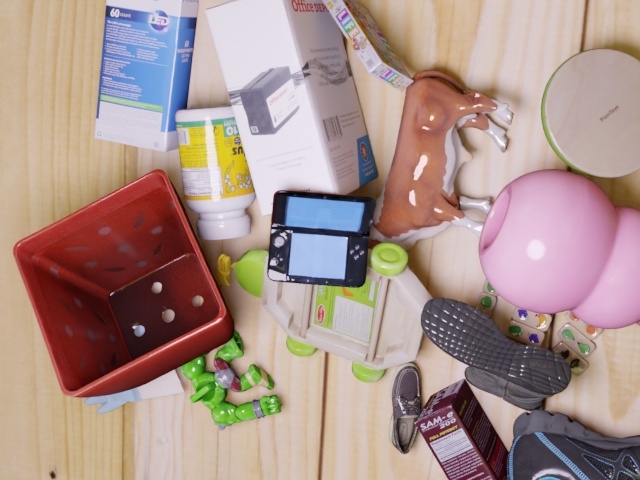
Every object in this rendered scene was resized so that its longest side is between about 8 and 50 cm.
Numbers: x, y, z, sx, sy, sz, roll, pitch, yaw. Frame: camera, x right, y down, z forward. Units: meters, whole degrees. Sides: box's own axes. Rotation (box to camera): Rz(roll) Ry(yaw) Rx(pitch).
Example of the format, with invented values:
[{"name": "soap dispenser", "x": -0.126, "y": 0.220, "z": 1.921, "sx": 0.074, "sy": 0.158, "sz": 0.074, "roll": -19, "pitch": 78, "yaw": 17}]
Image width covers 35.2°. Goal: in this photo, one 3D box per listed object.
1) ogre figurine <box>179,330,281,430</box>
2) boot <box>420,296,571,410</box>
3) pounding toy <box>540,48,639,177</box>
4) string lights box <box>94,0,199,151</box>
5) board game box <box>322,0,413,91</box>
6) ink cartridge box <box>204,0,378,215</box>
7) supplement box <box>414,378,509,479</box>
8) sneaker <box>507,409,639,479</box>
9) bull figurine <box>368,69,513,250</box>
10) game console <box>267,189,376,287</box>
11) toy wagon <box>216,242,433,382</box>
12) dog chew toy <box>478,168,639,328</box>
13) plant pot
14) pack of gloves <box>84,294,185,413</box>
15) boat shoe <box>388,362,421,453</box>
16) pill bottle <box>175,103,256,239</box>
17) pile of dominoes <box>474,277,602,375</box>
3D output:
[{"name": "ogre figurine", "x": -0.164, "y": 0.231, "z": 1.709, "sx": 0.118, "sy": 0.097, "sz": 0.197, "roll": -36, "pitch": 101, "yaw": 9}, {"name": "boot", "x": 0.245, "y": 0.186, "z": 1.532, "sx": 0.246, "sy": 0.161, "sz": 0.083, "roll": 28, "pitch": 65, "yaw": 1}, {"name": "pounding toy", "x": 0.414, "y": -0.178, "z": 1.454, "sx": 0.236, "sy": 0.110, "sz": 0.183, "roll": -11, "pitch": 87, "yaw": -10}, {"name": "string lights box", "x": -0.284, "y": -0.286, "z": 1.646, "sx": 0.133, "sy": 0.077, "sz": 0.260, "roll": 13, "pitch": 105, "yaw": 14}, {"name": "board game box", "x": 0.069, "y": -0.297, "z": 1.492, "sx": 0.026, "sy": 0.103, "sz": 0.154, "roll": -39, "pitch": 65, "yaw": 20}, {"name": "ink cartridge box", "x": -0.036, "y": -0.213, "z": 1.506, "sx": 0.129, "sy": 0.223, "sz": 0.308, "roll": -12, "pitch": 98, "yaw": 21}, {"name": "supplement box", "x": 0.248, "y": 0.352, "z": 1.587, "sx": 0.073, "sy": 0.130, "sz": 0.239, "roll": -30, "pitch": 91, "yaw": 21}, {"name": "sneaker", "x": 0.448, "y": 0.359, "z": 1.507, "sx": 0.340, "sy": 0.140, "sz": 0.125, "roll": 6, "pitch": 141, "yaw": 22}, {"name": "bull figurine", "x": 0.176, "y": -0.096, "z": 1.533, "sx": 0.188, "sy": 0.101, "sz": 0.310, "roll": 13, "pitch": 107, "yaw": 10}, {"name": "game console", "x": 0.000, "y": 0.000, "z": 1.419, "sx": 0.144, "sy": 0.085, "sz": 0.124, "roll": 5, "pitch": 85, "yaw": -3}, {"name": "toy wagon", "x": 0.002, "y": 0.081, "z": 1.590, "sx": 0.344, "sy": 0.068, "sz": 0.267, "roll": 20, "pitch": 134, "yaw": 13}, {"name": "dog chew toy", "x": 0.396, "y": 0.032, "z": 1.428, "sx": 0.331, "sy": 0.206, "sz": 0.207, "roll": 22, "pitch": 108, "yaw": -5}, {"name": "plant pot", "x": -0.278, "y": 0.092, "z": 1.597, "sx": 0.267, "sy": 0.236, "sz": 0.267, "roll": -27, "pitch": 69, "yaw": 3}, {"name": "pack of gloves", "x": -0.360, "y": 0.200, "z": 1.800, "sx": 0.232, "sy": 0.046, "sz": 0.195, "roll": -19, "pitch": 100, "yaw": 27}, {"name": "boat shoe", "x": 0.143, "y": 0.274, "z": 1.638, "sx": 0.056, "sy": 0.049, "sz": 0.152, "roll": -4, "pitch": 110, "yaw": -16}, {"name": "pill bottle", "x": -0.165, "y": -0.111, "z": 1.624, "sx": 0.117, "sy": 0.117, "sz": 0.209, "roll": -2, "pitch": 100, "yaw": 18}, {"name": "pile of dominoes", "x": 0.352, "y": 0.073, "z": 1.544, "sx": 0.196, "sy": 0.040, "sz": 0.251, "roll": 22, "pitch": 107, "yaw": 12}]
